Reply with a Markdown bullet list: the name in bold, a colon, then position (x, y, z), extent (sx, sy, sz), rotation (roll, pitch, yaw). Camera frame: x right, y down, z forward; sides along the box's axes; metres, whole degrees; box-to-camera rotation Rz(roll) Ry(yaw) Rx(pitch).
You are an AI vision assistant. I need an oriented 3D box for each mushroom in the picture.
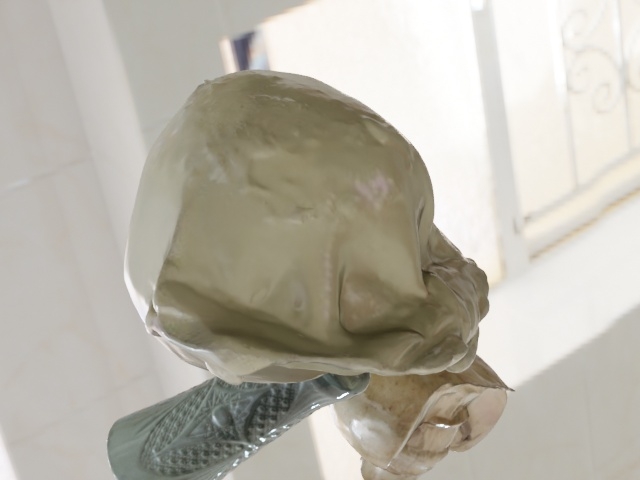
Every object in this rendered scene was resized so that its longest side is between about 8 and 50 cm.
- **mushroom**: position (0.100, 0.204, 1.797), extent (0.254, 0.195, 0.189), rotation (3, -145, -49)

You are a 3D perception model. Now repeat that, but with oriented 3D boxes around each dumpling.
- **dumpling**: position (0.000, 0.000, 0.716), extent (0.193, 0.147, 0.258), rotation (16, -153, -11)

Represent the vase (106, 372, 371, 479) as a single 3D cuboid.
- **vase**: position (-0.063, 0.136, 1.136), extent (0.219, 0.096, 0.096), rotation (-34, -160, 25)
